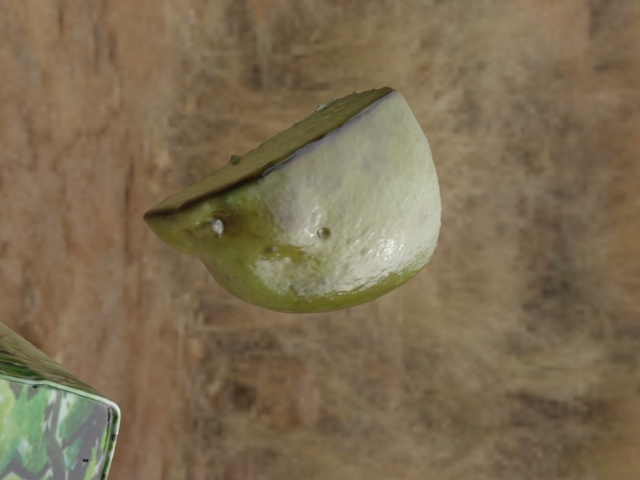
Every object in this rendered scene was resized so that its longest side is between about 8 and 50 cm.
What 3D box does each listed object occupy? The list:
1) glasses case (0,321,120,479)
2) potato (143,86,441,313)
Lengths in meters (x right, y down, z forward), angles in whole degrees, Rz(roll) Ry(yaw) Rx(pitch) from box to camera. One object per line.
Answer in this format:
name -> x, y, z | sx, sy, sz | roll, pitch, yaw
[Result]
glasses case -> -0.180, 0.064, 0.664 | 0.062, 0.272, 0.095 | 18, 94, -36
potato -> 0.000, 0.000, 0.849 | 0.149, 0.081, 0.120 | -32, 106, -23
